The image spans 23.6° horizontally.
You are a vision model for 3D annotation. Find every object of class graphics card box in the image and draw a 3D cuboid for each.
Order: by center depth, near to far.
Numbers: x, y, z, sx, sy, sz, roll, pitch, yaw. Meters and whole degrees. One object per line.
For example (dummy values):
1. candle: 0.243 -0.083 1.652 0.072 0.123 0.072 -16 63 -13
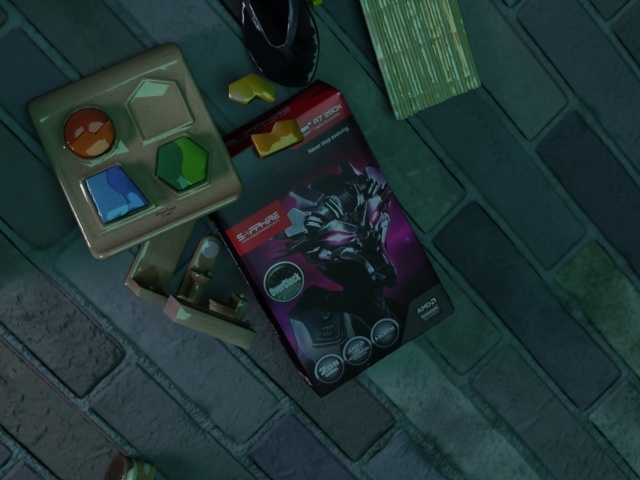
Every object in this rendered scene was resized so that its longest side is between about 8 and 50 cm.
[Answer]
1. graphics card box: 0.000 0.000 2.082 0.233 0.094 0.371 -32 112 -10

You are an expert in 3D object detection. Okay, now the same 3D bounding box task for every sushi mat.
1. sushi mat: 0.119 -0.332 2.075 0.151 0.019 0.316 -26 110 -22

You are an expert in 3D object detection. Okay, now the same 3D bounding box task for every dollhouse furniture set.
1. dollhouse furniture set: -0.151 0.045 2.008 0.144 0.151 0.123 23 94 -25

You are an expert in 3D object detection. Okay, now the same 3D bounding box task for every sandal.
1. sandal: -0.064 -0.317 1.984 0.097 0.054 0.254 -7 108 13

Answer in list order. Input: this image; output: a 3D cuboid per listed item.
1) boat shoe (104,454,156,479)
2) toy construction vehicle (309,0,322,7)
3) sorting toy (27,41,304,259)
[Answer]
1. boat shoe: -0.272 0.390 2.095 0.072 0.068 0.190 20 95 -34
2. toy construction vehicle: 0.000 -0.369 2.031 0.086 0.035 0.098 -37 114 -20
3. sorting toy: -0.190 -0.136 1.949 0.307 0.041 0.229 -24 84 -8
